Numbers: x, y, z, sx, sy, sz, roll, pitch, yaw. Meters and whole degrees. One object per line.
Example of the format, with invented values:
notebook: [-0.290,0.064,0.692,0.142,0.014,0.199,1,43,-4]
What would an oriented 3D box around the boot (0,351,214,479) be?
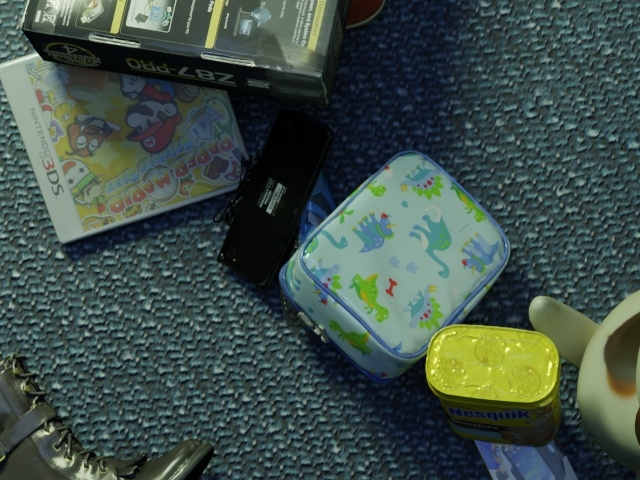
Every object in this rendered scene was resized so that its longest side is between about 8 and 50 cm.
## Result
boot: [-0.269,0.215,1.614,0.263,0.091,0.229,-34,79,1]

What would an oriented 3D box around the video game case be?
video game case: [-0.208,-0.125,1.666,0.227,0.026,0.206,-18,102,1]

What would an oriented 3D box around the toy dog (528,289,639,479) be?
toy dog: [0.388,0.126,1.408,0.395,0.408,0.284,42,85,11]

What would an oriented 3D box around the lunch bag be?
lunch bag: [0.079,0.029,1.576,0.176,0.090,0.219,43,57,4]

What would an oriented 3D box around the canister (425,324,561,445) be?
canister: [0.176,0.147,1.522,0.126,0.170,0.073,4,69,13]

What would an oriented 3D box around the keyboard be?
keyboard: [-0.049,-0.051,1.645,0.100,0.038,0.192,33,107,27]

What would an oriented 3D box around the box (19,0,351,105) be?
box: [-0.108,-0.358,1.609,0.318,0.097,0.395,9,75,9]

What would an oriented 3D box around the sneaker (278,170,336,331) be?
sneaker: [0.000,0.000,1.652,0.082,0.069,0.209,7,66,-30]

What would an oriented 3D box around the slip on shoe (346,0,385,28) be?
slip on shoe: [-0.094,-0.279,1.687,0.331,0.101,0.123,-1,81,7]

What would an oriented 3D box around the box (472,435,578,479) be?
box: [0.220,0.245,1.595,0.081,0.028,0.136,-26,76,0]
